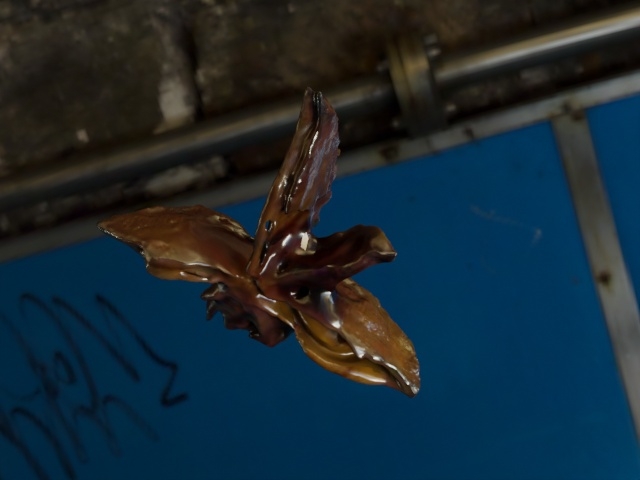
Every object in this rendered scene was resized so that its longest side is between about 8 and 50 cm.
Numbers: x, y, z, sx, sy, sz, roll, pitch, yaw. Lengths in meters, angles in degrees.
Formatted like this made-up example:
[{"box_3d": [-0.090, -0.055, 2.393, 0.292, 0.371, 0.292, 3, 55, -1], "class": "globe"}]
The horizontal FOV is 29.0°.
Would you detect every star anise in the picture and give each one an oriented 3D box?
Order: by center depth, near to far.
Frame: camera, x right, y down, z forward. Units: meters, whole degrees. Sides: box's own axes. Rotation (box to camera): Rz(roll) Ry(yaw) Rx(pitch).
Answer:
[{"box_3d": [-0.010, -0.001, 0.636, 0.141, 0.158, 0.144, -18, -163, 29], "class": "star anise"}]
